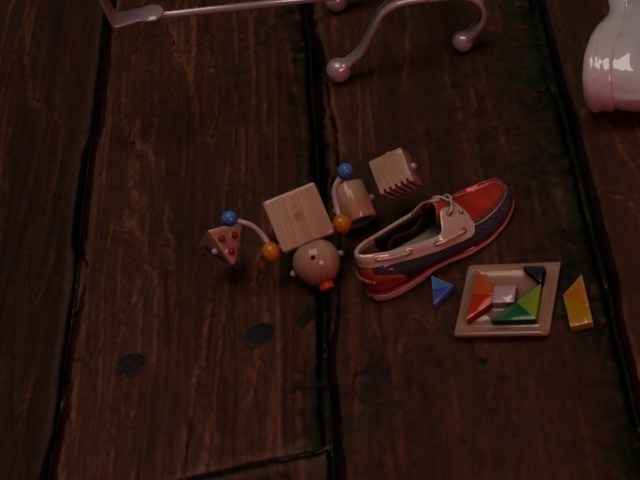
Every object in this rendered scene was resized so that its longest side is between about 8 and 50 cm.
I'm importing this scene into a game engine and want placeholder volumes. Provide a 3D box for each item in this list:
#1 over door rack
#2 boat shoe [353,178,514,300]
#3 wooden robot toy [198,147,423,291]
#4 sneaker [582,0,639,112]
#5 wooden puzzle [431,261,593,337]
[{"bbox_3d":[-0.027,-0.251,1.413,0.324,0.108,0.239,3,42,-3],"label":"over door rack"},{"bbox_3d":[0.083,-0.009,1.165,0.137,0.043,0.049,-32,39,-15],"label":"boat shoe"},{"bbox_3d":[0.000,0.000,1.194,0.173,0.076,0.079,-22,75,-1],"label":"wooden robot toy"},{"bbox_3d":[0.272,-0.179,1.257,0.094,0.080,0.212,6,56,22],"label":"sneaker"},{"bbox_3d":[0.130,0.039,1.112,0.116,0.014,0.078,-8,41,17],"label":"wooden puzzle"}]
